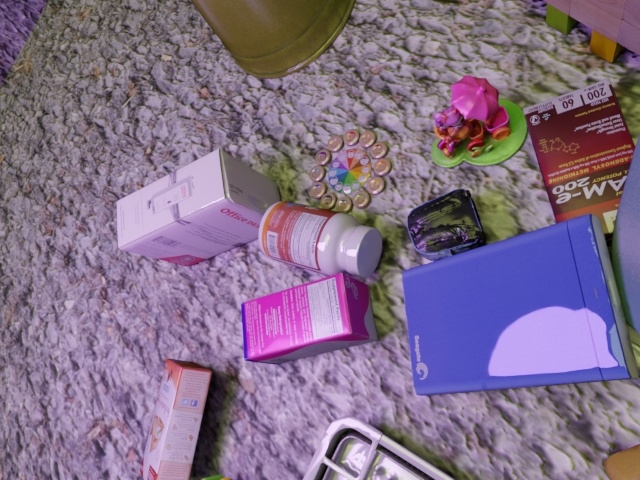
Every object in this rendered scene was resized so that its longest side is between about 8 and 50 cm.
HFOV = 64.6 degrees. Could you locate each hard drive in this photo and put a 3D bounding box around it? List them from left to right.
[{"bbox_3d":[0.263,0.109,0.745,0.319,0.040,0.210,-23,62,45],"label":"hard drive"}]

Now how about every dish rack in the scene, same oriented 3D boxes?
[{"bbox_3d":[0.111,0.463,0.769,0.333,0.072,0.285,23,86,34],"label":"dish rack"}]

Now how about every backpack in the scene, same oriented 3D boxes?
[{"bbox_3d":[0.211,-0.018,0.852,0.114,0.084,0.104,-19,65,19],"label":"backpack"}]

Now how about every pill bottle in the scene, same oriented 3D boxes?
[{"bbox_3d":[0.000,0.000,0.951,0.216,0.121,0.121,14,82,32],"label":"pill bottle"}]

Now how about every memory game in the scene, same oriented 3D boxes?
[{"bbox_3d":[0.057,-0.142,1.027,0.186,0.012,0.186,-10,70,28],"label":"memory game"}]

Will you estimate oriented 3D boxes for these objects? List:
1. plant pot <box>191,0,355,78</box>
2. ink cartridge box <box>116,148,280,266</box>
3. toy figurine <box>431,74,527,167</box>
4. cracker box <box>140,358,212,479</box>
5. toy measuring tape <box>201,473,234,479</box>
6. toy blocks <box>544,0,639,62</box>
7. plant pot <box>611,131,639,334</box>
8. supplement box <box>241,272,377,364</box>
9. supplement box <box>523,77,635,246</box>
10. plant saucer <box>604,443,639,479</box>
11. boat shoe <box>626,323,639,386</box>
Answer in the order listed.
[{"bbox_3d":[-0.162,-0.609,1.099,0.367,0.353,0.366,-10,70,28],"label":"plant pot"},{"bbox_3d":[-0.247,-0.055,1.062,0.283,0.207,0.117,-21,67,23],"label":"ink cartridge box"},{"bbox_3d":[0.243,-0.205,0.848,0.173,0.159,0.130,-22,65,24],"label":"toy figurine"},{"bbox_3d":[-0.288,0.360,0.998,0.156,0.067,0.232,-13,64,62],"label":"cracker box"},{"bbox_3d":[-0.239,0.565,0.928,0.121,0.121,0.330,45,109,33],"label":"toy measuring tape"},{"bbox_3d":[0.496,-0.471,0.794,0.261,0.190,0.381,-39,59,1],"label":"toy blocks"},{"bbox_3d":[0.480,0.023,0.564,0.247,0.248,0.252,17,104,8],"label":"plant pot"},{"bbox_3d":[-0.023,0.148,0.923,0.220,0.111,0.113,-17,66,24],"label":"supplement box"},{"bbox_3d":[0.408,-0.110,0.773,0.130,0.073,0.239,-17,67,25],"label":"supplement box"},{"bbox_3d":[0.511,0.334,0.502,0.333,0.081,0.332,-47,54,35],"label":"plant saucer"},{"bbox_3d":[0.408,0.129,0.706,0.076,0.083,0.226,-42,59,-13],"label":"boat shoe"}]
